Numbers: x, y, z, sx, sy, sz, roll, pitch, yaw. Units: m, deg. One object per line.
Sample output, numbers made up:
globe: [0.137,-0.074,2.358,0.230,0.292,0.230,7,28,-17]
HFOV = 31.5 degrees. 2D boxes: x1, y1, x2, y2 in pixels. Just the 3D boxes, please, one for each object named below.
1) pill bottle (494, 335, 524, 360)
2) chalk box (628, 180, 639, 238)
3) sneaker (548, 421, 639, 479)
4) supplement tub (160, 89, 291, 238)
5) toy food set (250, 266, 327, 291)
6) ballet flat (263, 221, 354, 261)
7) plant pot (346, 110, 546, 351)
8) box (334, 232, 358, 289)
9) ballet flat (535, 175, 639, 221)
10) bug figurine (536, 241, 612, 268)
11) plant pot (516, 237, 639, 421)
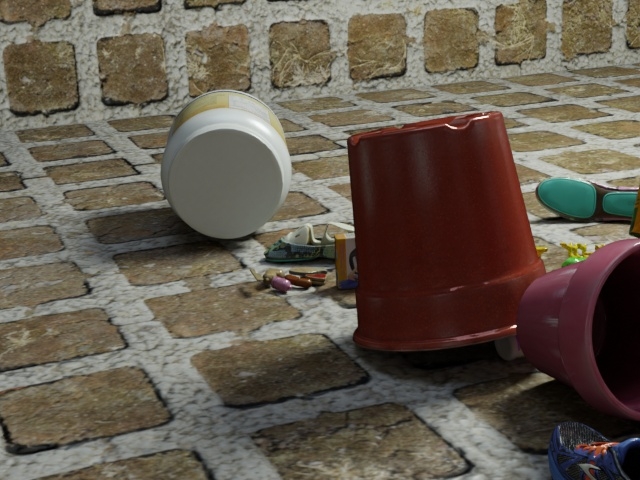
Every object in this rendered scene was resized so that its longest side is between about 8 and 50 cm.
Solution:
pill bottle: [0.264,0.123,1.429,0.083,0.043,0.043,-10,18,-26]
chalk box: [0.614,-0.054,1.667,0.180,0.179,0.289,12,-1,45]
sneaker: [0.283,0.215,1.047,0.083,0.087,0.221,-8,18,-19]
supplement tub: [-0.169,-0.137,2.037,0.228,0.228,0.316,-3,17,-3]
toy food set: [-0.043,0.060,1.728,0.122,0.019,0.078,1,16,-16]
ballet flat: [0.000,0.000,1.841,0.188,0.070,0.070,-1,17,7]
plant pot: [0.154,-0.021,1.454,0.272,0.265,0.272,-10,8,1]
box: [0.090,0.027,1.708,0.136,0.081,0.028,-5,17,-6]
ballet flat: [0.491,-0.068,2.006,0.222,0.076,0.079,6,0,11]
bug figurine: [0.374,0.045,1.595,0.216,0.072,0.279,-4,4,-32]
plant pot: [0.325,0.097,1.285,0.201,0.201,0.180,-11,4,-25]
